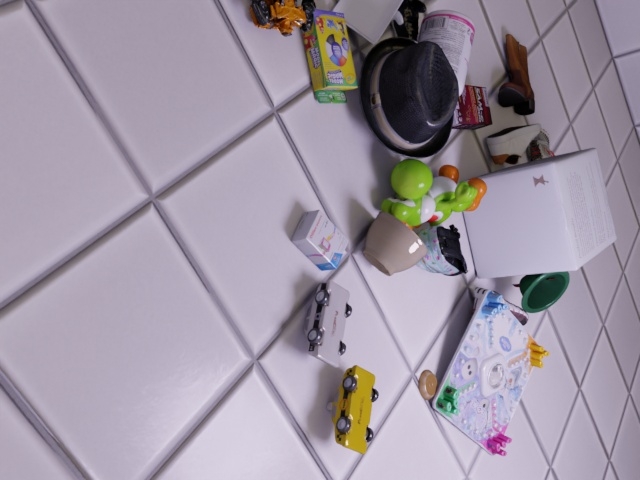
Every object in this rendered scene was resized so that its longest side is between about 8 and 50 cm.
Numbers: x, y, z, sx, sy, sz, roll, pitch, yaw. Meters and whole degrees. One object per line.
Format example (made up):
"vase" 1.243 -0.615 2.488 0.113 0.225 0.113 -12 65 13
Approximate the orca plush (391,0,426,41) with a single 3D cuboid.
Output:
"orca plush" 0.251 -0.649 1.813 0.151 0.102 0.288 13 74 -45

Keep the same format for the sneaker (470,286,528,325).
"sneaker" 0.550 0.265 1.996 0.281 0.106 0.163 29 77 -38

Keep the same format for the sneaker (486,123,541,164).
"sneaker" 0.688 -0.338 2.233 0.290 0.105 0.123 -23 106 -36

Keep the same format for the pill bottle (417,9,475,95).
"pill bottle" 0.349 -0.507 1.840 0.160 0.160 0.283 22 78 -42

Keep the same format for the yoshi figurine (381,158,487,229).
"yoshi figurine" 0.310 -0.153 1.744 0.362 0.203 0.203 -16 80 -44

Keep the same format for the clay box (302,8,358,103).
"clay box" 0.025 -0.458 1.578 0.127 0.053 0.222 -16 94 -48

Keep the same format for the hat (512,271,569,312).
"hat" 0.673 0.119 2.042 0.172 0.209 0.184 6 34 -30

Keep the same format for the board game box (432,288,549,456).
"board game box" 0.530 0.409 1.897 0.390 0.050 0.390 43 69 -35

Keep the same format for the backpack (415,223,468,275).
"backpack" 0.331 0.028 1.768 0.182 0.115 0.152 19 52 -57

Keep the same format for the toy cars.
"toy cars" 0.034 0.291 1.445 0.176 0.087 0.394 -21 96 -51

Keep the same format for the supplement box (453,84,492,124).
"supplement box" 0.455 -0.426 2.013 0.239 0.073 0.130 -11 91 -48

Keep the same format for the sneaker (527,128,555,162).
"sneaker" 0.830 -0.336 2.382 0.225 0.088 0.093 50 53 -28

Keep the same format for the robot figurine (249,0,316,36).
"robot figurine" -0.111 -0.606 1.438 0.211 0.085 0.291 -11 90 -47

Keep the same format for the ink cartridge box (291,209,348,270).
"ink cartridge box" 0.000 0.000 1.476 0.122 0.052 0.089 44 54 -31

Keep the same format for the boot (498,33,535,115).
"boot" 0.716 -0.626 2.306 0.264 0.096 0.281 7 78 -45

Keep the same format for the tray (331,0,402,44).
"tray" 0.133 -0.643 1.714 0.145 0.030 0.270 34 57 -9

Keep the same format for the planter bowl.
"planter bowl" 0.176 0.021 1.599 0.109 0.162 0.162 -48 120 -10

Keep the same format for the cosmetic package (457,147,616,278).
"cosmetic package" 0.705 -0.090 2.036 0.393 0.327 0.330 -18 96 -47

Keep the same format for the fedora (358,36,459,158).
"fedora" 0.259 -0.386 1.624 0.333 0.152 0.334 4 81 -26

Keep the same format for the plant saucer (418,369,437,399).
"plant saucer" 0.304 0.402 1.755 0.083 0.015 0.084 9 77 -45
